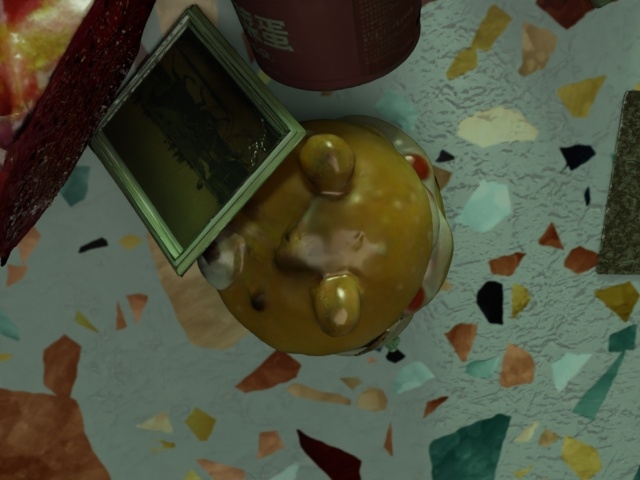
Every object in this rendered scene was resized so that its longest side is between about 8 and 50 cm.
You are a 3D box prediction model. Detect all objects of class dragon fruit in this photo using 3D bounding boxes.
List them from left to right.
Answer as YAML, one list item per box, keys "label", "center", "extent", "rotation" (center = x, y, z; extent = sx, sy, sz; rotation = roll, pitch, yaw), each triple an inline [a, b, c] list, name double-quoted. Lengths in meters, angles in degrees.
- label: "dragon fruit"
  center: [-0.305, -0.182, 1.094]
  extent: [0.249, 0.386, 0.371]
  rotation: [27, 106, -3]

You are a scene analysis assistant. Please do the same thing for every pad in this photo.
- label: "pad"
  center: [0.425, -0.066, 1.411]
  extent: [0.158, 0.003, 0.235]
  rotation: [1, 110, -8]

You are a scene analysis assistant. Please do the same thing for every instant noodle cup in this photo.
- label: "instant noodle cup"
  center: [0.003, -0.272, 1.158]
  extent: [0.235, 0.234, 0.178]
  rotation: [-14, 135, -2]

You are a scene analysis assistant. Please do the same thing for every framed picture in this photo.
- label: "framed picture"
  center: [-0.141, -0.111, 1.210]
  extent: [0.197, 0.252, 0.014]
  rotation: [-48, 142, 11]

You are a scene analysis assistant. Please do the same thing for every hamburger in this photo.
- label: "hamburger"
  center: [0.000, 0.000, 1.229]
  extent: [0.276, 0.237, 0.276]
  rotation: [1, 93, 12]

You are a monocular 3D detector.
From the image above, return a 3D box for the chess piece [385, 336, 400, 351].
- label: "chess piece"
  center: [0.075, 0.071, 1.394]
  extent: [0.059, 0.059, 0.149]
  rotation: [-16, 116, -1]

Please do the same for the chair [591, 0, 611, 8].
- label: "chair"
  center: [0.241, -0.397, 1.190]
  extent: [0.186, 0.319, 0.160]
  rotation: [31, 87, 27]
